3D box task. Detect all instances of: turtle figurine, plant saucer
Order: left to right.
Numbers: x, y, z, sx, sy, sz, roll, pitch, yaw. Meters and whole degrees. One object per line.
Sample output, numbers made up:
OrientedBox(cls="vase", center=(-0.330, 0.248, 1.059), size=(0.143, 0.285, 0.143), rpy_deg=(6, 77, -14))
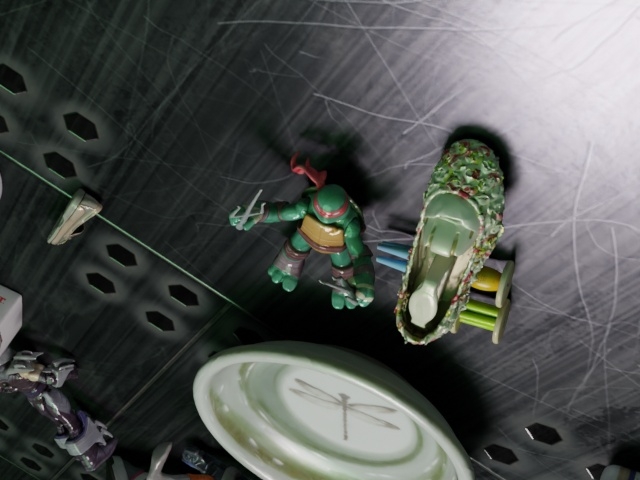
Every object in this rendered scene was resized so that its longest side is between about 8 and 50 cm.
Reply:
OrientedBox(cls="turtle figurine", center=(0.000, 0.000, 1.300), size=(0.175, 0.118, 0.234), rpy_deg=(36, 163, 13))
OrientedBox(cls="plant saucer", center=(0.028, 0.242, 1.603), size=(0.401, 0.100, 0.400), rpy_deg=(18, 144, 14))

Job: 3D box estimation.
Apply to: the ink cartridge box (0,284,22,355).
OrientedBox(cls="ink cartridge box", center=(-0.578, 0.153, 1.776), size=(0.172, 0.237, 0.100), rpy_deg=(25, 142, 4))

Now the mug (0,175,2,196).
OrientedBox(cls="mug", center=(-0.590, -0.035, 1.461), size=(0.276, 0.328, 0.374), rpy_deg=(30, 145, -3))

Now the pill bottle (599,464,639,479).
OrientedBox(cls="pill bottle", center=(0.457, 0.381, 1.449), size=(0.265, 0.153, 0.153), rpy_deg=(15, 143, 17))

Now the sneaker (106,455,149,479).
OrientedBox(cls="sneaker", center=(-0.260, 0.442, 2.040), size=(0.295, 0.179, 0.123), rpy_deg=(-143, 52, -61))

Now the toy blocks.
OrientedBox(cls="toy blocks", center=(0.135, 0.051, 1.327), size=(0.148, 0.054, 0.123), rpy_deg=(16, 143, 16))

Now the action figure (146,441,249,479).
OrientedBox(cls="action figure", center=(-0.155, 0.432, 1.822), size=(0.341, 0.178, 0.330), rpy_deg=(24, 163, 40))

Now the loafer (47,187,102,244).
OrientedBox(cls="loafer", center=(-0.320, -0.022, 1.549), size=(0.039, 0.045, 0.125), rpy_deg=(29, 143, -14))

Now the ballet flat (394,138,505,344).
OrientedBox(cls="ballet flat", center=(0.129, 0.014, 1.207), size=(0.091, 0.077, 0.240), rpy_deg=(21, 127, 16))

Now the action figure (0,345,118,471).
OrientedBox(cls="action figure", center=(-0.452, 0.250, 1.944), size=(0.185, 0.099, 0.285), rpy_deg=(-2, 132, 46))
